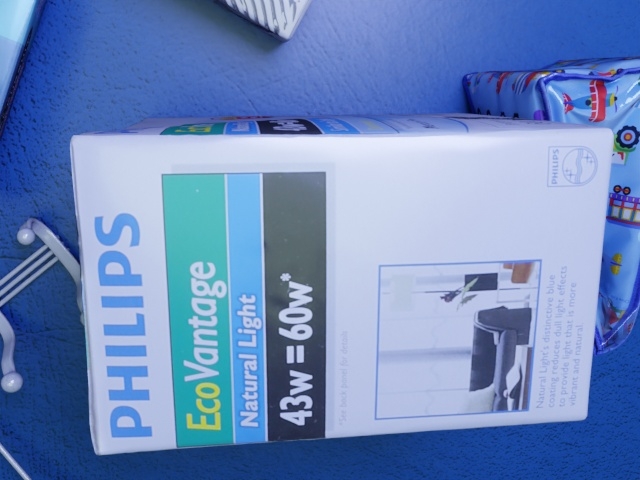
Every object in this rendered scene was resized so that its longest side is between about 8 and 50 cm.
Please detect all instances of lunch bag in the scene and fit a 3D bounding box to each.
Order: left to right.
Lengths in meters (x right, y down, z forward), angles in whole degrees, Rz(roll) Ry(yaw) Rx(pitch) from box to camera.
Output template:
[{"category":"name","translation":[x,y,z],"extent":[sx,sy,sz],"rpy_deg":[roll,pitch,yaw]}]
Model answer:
[{"category":"lunch bag","translation":[0.258,-0.036,0.703],"extent":[0.138,0.221,0.293],"rpy_deg":[-9,105,-4]}]

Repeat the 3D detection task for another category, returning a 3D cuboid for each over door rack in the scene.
[{"category":"over door rack","translation":[-0.300,0.170,0.751],"extent":[0.239,0.108,0.324],"rpy_deg":[-38,105,5]}]

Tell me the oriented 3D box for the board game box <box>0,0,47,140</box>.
[{"category":"board game box","translation":[-0.446,-0.183,0.580],"extent":[0.336,0.079,0.253],"rpy_deg":[18,94,-20]}]

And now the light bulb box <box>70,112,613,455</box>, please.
[{"category":"light bulb box","translation":[0.000,0.000,0.613],"extent":[0.361,0.358,0.225],"rpy_deg":[-2,102,-7]}]

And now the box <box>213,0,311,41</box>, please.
[{"category":"box","translation":[-0.130,-0.304,0.650],"extent":[0.275,0.113,0.094],"rpy_deg":[28,101,-11]}]
